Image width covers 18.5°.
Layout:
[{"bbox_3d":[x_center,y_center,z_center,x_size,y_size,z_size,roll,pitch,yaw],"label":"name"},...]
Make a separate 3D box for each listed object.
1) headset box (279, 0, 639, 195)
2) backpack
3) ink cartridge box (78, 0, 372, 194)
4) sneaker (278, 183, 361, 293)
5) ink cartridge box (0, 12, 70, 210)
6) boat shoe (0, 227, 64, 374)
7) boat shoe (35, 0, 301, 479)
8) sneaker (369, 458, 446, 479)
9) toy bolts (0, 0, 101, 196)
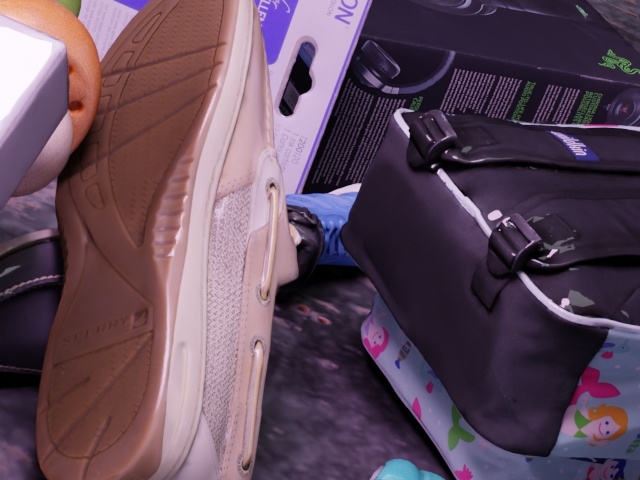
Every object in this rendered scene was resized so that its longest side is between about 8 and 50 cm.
[{"bbox_3d":[0.079,-0.128,1.415,0.283,0.131,0.246,8,30,-28],"label":"headset box"},{"bbox_3d":[0.159,0.034,1.094,0.253,0.191,0.225,-4,38,-29],"label":"backpack"},{"bbox_3d":[-0.078,-0.136,1.228,0.208,0.206,0.045,25,30,6],"label":"ink cartridge box"},{"bbox_3d":[0.000,0.001,1.187,0.152,0.058,0.084,9,23,-16],"label":"sneaker"},{"bbox_3d":[-0.268,0.031,0.792,0.176,0.069,0.371,26,60,9],"label":"ink cartridge box"},{"bbox_3d":[-0.108,0.040,1.019,0.206,0.075,0.065,-3,32,-48],"label":"boat shoe"},{"bbox_3d":[-0.065,0.002,0.979,0.098,0.109,0.302,36,47,-41],"label":"boat shoe"},{"bbox_3d":[0.080,0.167,0.804,0.178,0.123,0.295,11,2,-15],"label":"sneaker"},{"bbox_3d":[-0.243,-0.073,0.950,0.218,0.228,0.158,42,17,-34],"label":"toy bolts"}]
